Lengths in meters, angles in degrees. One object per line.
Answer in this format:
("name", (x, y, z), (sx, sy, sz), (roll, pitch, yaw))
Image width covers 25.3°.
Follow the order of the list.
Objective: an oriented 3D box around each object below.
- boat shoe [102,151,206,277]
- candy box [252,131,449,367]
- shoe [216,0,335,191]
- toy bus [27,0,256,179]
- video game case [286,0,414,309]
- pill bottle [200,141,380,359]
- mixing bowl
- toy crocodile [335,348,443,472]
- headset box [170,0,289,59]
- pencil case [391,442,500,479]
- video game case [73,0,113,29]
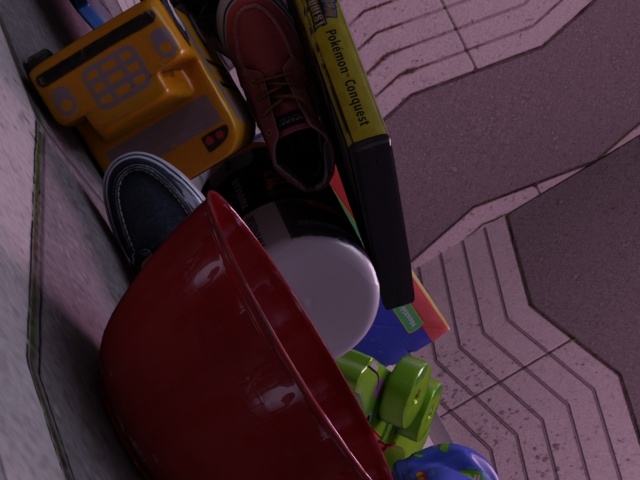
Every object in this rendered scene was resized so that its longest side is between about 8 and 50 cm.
("boat shoe", (-0.087, 0.022, 0.912), (0.183, 0.065, 0.083), (60, 2, 3))
("candy box", (0.000, 0.000, 1.640), (0.268, 0.122, 0.317), (57, -2, -10))
("shoe", (-0.032, -0.124, 1.177), (0.081, 0.063, 0.178), (-115, -177, -50))
("toy bus", (-0.127, -0.108, 1.116), (0.130, 0.108, 0.332), (60, 3, -5))
("video game case", (0.021, -0.107, 1.216), (0.275, 0.035, 0.248), (74, -2, -61))
("pill bottle", (-0.039, -0.001, 1.264), (0.130, 0.130, 0.245), (57, 3, -31))
("mixing bowl", (-0.049, 0.075, 0.720), (0.181, 0.098, 0.181), (59, 3, -4))
("toy crocodile", (0.043, 0.157, 1.372), (0.115, 0.105, 0.340), (20, -10, 15))
("headset box", (-0.153, -0.287, 1.303), (0.293, 0.110, 0.218), (36, -2, 26))
("pencil case", (0.117, 0.268, 1.282), (0.133, 0.119, 0.306), (48, 4, -3))
("video game case", (-0.255, -0.276, 1.490), (0.166, 0.015, 0.119), (61, 4, 25))
